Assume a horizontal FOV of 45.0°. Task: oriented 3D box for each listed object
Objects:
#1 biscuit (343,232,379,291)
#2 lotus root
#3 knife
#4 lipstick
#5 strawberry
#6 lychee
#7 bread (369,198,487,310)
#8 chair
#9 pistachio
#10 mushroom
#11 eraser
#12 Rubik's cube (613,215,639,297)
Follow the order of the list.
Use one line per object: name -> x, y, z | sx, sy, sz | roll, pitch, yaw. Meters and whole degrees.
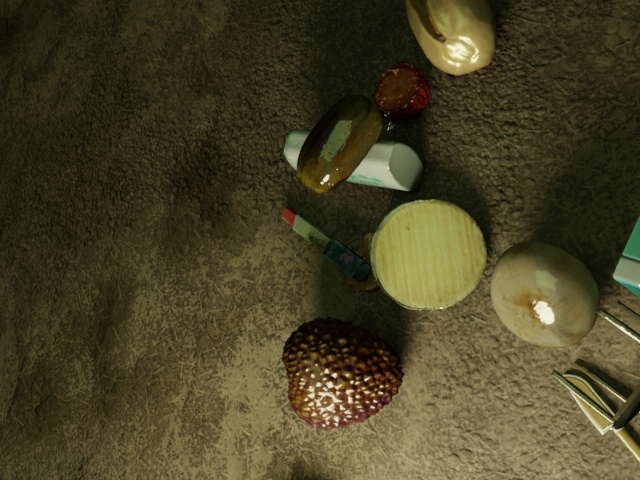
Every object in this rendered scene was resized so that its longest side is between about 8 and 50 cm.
biscuit -> 0.139, 0.046, 1.827 | 0.133, 0.027, 0.184 | 36, 98, 32
lotus root -> 0.041, -0.208, 1.671 | 0.241, 0.123, 0.124 | -52, 50, 4
knife -> 0.562, 0.358, 1.510 | 0.046, 0.022, 0.256 | -46, 60, 17
lipstick -> 0.000, 0.000, 1.889 | 0.312, 0.051, 0.051 | 37, 98, 39
strawberry -> 0.196, -0.353, 1.860 | 0.145, 0.086, 0.145 | -8, 73, 26
lychee -> 0.051, 0.291, 1.703 | 0.271, 0.271, 0.271 | -8, 74, 28
bread -> 0.242, 0.032, 1.742 | 0.267, 0.040, 0.267 | -3, 80, 18
chair -> 0.599, 0.260, 1.418 | 0.272, 0.166, 0.188 | 39, 112, 27
pistachio -> 0.309, -0.519, 1.799 | 0.187, 0.187, 0.299 | -28, 59, 21
mushroom -> 0.451, 0.103, 1.544 | 0.178, 0.226, 0.226 | -31, 55, -27
eraser -> 0.077, -0.191, 1.827 | 0.290, 0.189, 0.104 | 12, 78, 31
Rubik's cube -> 0.683, 0.032, 1.389 | 0.213, 0.265, 0.224 | 24, 90, 47
